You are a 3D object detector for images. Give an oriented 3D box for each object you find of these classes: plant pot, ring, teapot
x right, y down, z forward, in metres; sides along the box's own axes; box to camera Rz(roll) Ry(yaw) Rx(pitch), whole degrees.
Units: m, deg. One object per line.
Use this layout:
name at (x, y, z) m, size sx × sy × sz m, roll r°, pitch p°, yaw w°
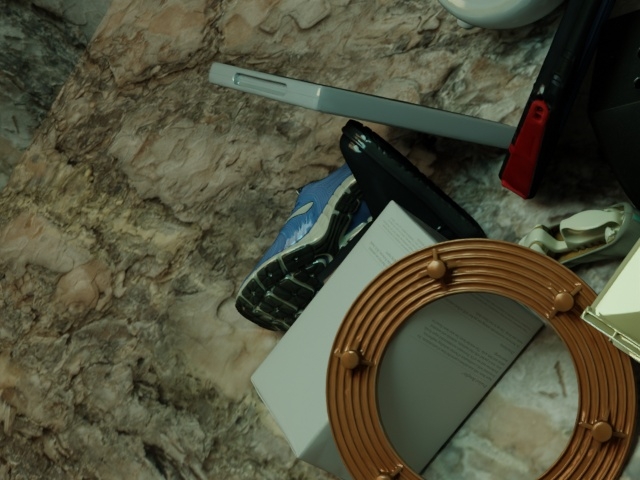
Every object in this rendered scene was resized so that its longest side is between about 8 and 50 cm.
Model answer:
plant pot at (0.398, -0.164, 1.188) m, size 0.187 × 0.167 × 0.188 m, roll -11°, pitch 55°, yaw 46°
ring at (0.164, 0.164, 1.159) m, size 0.336 × 0.032 × 0.337 m, roll -1°, pitch 86°, yaw 18°
teapot at (0.282, -0.415, 1.519) m, size 0.256 × 0.187 × 0.253 m, roll 19°, pitch 106°, yaw 40°

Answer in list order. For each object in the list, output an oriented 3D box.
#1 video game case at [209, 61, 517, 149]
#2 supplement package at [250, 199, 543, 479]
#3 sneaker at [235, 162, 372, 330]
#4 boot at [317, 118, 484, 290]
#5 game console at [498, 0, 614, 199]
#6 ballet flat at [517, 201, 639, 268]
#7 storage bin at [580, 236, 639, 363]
video game case at (0.055, -0.188, 1.496) m, size 0.300 × 0.329 × 0.036 m, roll 24°, pitch 104°, yaw 55°
supplement package at (0.087, 0.136, 1.326) m, size 0.293 × 0.177 × 0.175 m, roll -51°, pitch 35°, yaw 8°
sneaker at (0.000, 0.000, 1.614) m, size 0.330 × 0.130 × 0.147 m, roll -45°, pitch 22°, yaw 13°
boot at (0.064, -0.010, 1.417) m, size 0.207 × 0.246 × 0.094 m, roll -46°, pitch 22°, yaw 12°
game console at (0.313, -0.257, 1.275) m, size 0.342 × 0.060 × 0.387 m, roll 81°, pitch -148°, yaw -76°
ballet flat at (0.288, -0.001, 1.283) m, size 0.213 × 0.068 × 0.072 m, roll -19°, pitch 50°, yaw 43°
storage bin at (0.424, 0.044, 0.983) m, size 0.260 × 0.123 × 0.262 m, roll 38°, pitch 94°, yaw 37°
